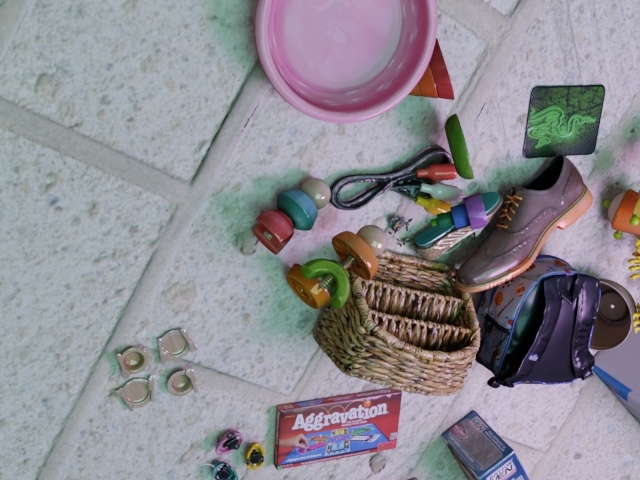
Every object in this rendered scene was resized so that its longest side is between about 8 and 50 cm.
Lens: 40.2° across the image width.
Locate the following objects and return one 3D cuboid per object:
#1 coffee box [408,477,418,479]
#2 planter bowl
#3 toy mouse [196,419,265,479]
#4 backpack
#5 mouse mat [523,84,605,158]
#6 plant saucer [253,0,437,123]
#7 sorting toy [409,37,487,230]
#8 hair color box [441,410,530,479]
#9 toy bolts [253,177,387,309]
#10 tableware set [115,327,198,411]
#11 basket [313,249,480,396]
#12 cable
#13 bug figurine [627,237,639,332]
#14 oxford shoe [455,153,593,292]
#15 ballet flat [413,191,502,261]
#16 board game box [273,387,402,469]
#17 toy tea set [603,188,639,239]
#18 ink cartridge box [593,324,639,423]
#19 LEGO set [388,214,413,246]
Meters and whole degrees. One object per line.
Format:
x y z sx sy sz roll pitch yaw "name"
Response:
0.114 0.668 1.950 0.297 0.119 0.168 -13 114 -19 "coffee box"
0.644 0.157 1.978 0.109 0.162 0.162 -15 119 -49 "planter bowl"
-0.185 0.437 1.775 0.143 0.031 0.161 -10 113 -21 "toy mouse"
0.462 0.162 1.855 0.277 0.213 0.263 1 118 -31 "backpack"
0.511 -0.249 1.830 0.190 0.007 0.152 -5 112 -21 "mouse mat"
0.040 -0.373 1.517 0.332 0.084 0.332 -7 111 -18 "plant saucer"
0.209 -0.185 1.642 0.126 0.127 0.365 -15 99 8 "sorting toy"
0.421 0.575 2.019 0.105 0.174 0.347 -34 120 -7 "hair color box"
0.000 0.000 1.632 0.158 0.218 0.228 -43 89 -19 "toy bolts"
-0.308 0.246 1.650 0.169 0.020 0.141 -17 116 -18 "tableware set"
0.174 0.161 1.721 0.299 0.213 0.223 15 104 -28 "basket"
0.161 -0.113 1.689 0.287 0.072 0.139 0 104 -24 "cable"
0.744 0.097 1.945 0.279 0.072 0.216 -36 115 -57 "bug figurine"
0.398 -0.036 1.801 0.364 0.130 0.132 -41 117 -18 "oxford shoe"
0.284 -0.025 1.786 0.206 0.073 0.067 -30 129 -2 "ballet flat"
0.039 0.399 1.863 0.281 0.027 0.145 -5 111 -22 "board game box"
0.718 -0.159 1.901 0.336 0.124 0.200 -59 157 -14 "toy tea set"
0.868 0.405 2.087 0.166 0.285 0.395 -47 121 -2 "ink cartridge box"
0.157 -0.025 1.754 0.054 0.023 0.083 -16 129 -15 "LEGO set"
